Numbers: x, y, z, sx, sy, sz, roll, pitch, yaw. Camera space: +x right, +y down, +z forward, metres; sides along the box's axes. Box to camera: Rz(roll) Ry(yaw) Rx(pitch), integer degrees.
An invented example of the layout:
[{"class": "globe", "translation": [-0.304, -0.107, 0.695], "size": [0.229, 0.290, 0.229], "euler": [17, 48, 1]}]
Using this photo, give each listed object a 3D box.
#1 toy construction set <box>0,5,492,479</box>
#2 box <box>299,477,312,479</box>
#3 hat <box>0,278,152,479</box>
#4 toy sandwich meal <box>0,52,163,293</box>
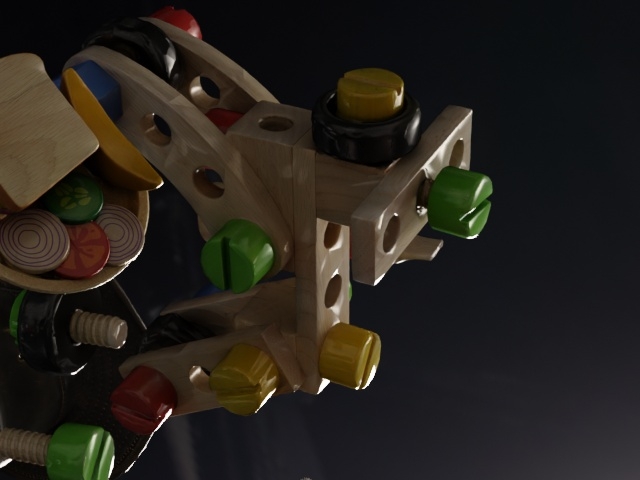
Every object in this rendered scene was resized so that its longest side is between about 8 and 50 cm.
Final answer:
[{"class": "toy construction set", "translation": [0.000, 0.000, 0.984], "size": [0.309, 0.237, 0.257], "euler": [-12, -73, -65]}, {"class": "box", "translation": [-0.033, 0.318, 1.097], "size": [0.169, 0.087, 0.290], "euler": [-21, -60, -45]}, {"class": "hat", "translation": [-0.299, 0.105, 1.426], "size": [0.331, 0.331, 0.134], "euler": [49, -145, -10]}, {"class": "toy sandwich meal", "translation": [-0.091, -0.024, 0.564], "size": [0.086, 0.029, 0.085], "euler": [14, -120, -26]}]
